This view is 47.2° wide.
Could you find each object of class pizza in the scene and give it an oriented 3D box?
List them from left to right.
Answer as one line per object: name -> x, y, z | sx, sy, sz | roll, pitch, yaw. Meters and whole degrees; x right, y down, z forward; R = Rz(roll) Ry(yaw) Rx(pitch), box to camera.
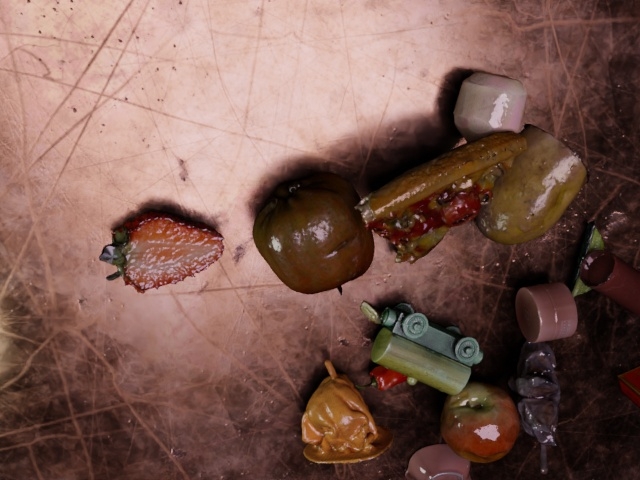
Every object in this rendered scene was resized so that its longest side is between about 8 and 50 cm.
pizza -> 0.270, -0.058, 1.695 | 0.439, 0.130, 0.406 | -24, 153, -18

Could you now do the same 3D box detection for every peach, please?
peach -> 0.426, 0.490, 1.962 | 0.214, 0.214, 0.235 | -18, 141, -4

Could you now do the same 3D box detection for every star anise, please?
star anise -> 0.571, 0.428, 1.954 | 0.139, 0.316, 0.360 | -5, 68, 21

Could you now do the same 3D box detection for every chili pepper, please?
chili pepper -> 0.213, 0.351, 1.943 | 0.272, 0.063, 0.071 | -12, 107, -19

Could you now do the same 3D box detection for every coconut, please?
coconut -> 0.397, -0.300, 1.722 | 0.170, 0.171, 0.183 | 8, 107, -13

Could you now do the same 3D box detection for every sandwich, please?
sandwich -> 0.141, 0.194, 1.892 | 0.083, 0.044, 0.031 | 31, 104, -15

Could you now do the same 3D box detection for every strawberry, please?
strawberry -> -0.376, 0.016, 1.715 | 0.286, 0.106, 0.188 | -6, 113, -22

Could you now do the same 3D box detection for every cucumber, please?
cucumber -> 0.716, 0.051, 1.951 | 0.070, 0.046, 0.220 | 8, 107, -15

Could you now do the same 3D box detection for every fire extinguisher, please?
fire extinguisher -> 0.840, 0.114, 1.953 | 0.337, 0.106, 0.147 | 26, 84, -31

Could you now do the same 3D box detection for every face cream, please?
face cream -> 0.589, 0.187, 1.913 | 0.104, 0.149, 0.149 | -8, 109, -9

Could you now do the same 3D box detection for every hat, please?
hat -> 0.047, 0.418, 1.874 | 0.233, 0.244, 0.233 | -16, 96, -13

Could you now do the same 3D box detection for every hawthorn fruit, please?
hawthorn fruit -> 0.000, 0.000, 1.691 | 0.267, 0.268, 0.301 | -30, 117, 0

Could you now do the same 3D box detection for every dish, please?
dish -> 0.343, 0.685, 2.058 | 0.213, 0.090, 0.213 | -3, 108, -10

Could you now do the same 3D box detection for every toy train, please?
toy train -> 0.272, 0.281, 1.899 | 0.307, 0.126, 0.190 | 25, 101, -18

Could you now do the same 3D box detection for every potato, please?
potato -> 0.489, -0.111, 1.771 | 0.229, 0.229, 0.266 | 38, 94, -19

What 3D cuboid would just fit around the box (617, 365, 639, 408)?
box -> 0.984, 0.392, 2.049 | 0.239, 0.153, 0.074 | -23, 106, -2
